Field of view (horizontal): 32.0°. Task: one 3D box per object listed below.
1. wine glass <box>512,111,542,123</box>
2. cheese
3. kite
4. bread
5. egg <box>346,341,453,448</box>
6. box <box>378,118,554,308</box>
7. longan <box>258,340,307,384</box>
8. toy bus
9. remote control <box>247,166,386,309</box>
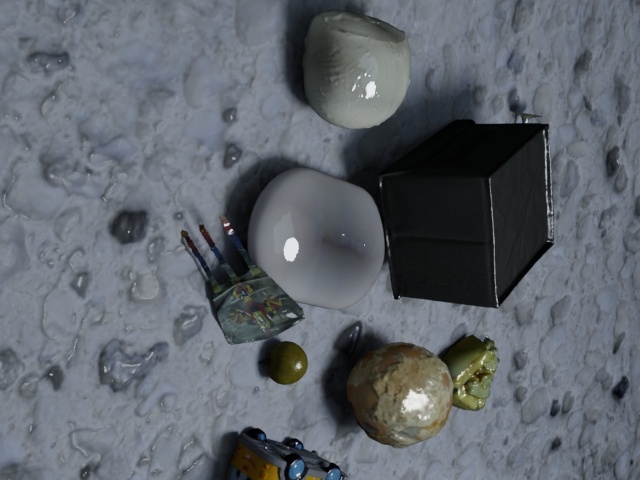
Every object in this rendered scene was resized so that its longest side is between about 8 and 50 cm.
[{"bbox_3d":[0.413,-0.165,2.317,0.066,0.066,0.198,4,97,-48],"label":"wine glass"},{"bbox_3d":[0.062,-0.278,1.841,0.198,0.154,0.189,1,105,-48],"label":"cheese"},{"bbox_3d":[-0.130,0.068,1.768,0.015,0.141,0.245,-94,158,-59],"label":"kite"},{"bbox_3d":[0.287,0.265,2.272,0.110,0.103,0.156,14,84,-36],"label":"bread"},{"bbox_3d":[0.149,0.283,2.052,0.233,0.195,0.194,10,93,-66],"label":"egg"},{"bbox_3d":[0.278,-0.057,2.035,0.345,0.205,0.251,-38,126,-53],"label":"box"},{"bbox_3d":[-0.063,0.208,1.899,0.083,0.075,0.075,6,97,-6],"label":"longan"},{"bbox_3d":[-0.068,0.412,1.903,0.209,0.126,0.136,27,88,-47],"label":"toy bus"},{"bbox_3d":[0.000,0.000,1.879,0.332,0.103,0.221,17,86,-48],"label":"remote control"}]
